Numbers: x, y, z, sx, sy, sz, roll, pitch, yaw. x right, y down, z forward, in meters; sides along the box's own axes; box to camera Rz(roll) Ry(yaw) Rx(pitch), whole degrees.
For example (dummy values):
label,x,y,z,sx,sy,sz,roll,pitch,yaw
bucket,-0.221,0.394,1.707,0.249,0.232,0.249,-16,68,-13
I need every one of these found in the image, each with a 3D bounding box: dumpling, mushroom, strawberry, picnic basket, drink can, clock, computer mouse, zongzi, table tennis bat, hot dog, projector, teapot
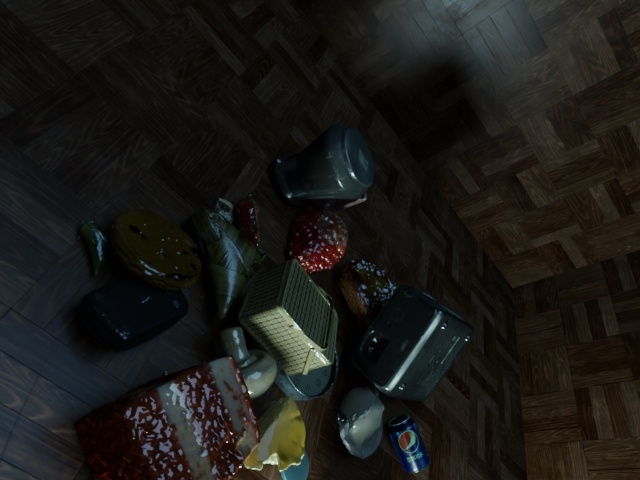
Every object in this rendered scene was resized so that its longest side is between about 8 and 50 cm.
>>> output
label,x,y,z,sx,sy,sz,roll,pitch,yaw
dumpling,0.137,0.654,1.616,0.293,0.163,0.204,-37,132,-55
mushroom,-0.220,0.361,1.279,0.206,0.206,0.209,23,78,-42
strawberry,-0.263,-0.071,1.588,0.140,0.085,0.192,-102,-173,-63
picnic basket,-0.077,0.244,1.392,0.313,0.175,0.228,55,26,-28
drink can,0.353,0.817,1.788,0.118,0.118,0.205,-14,79,-53
clock,-0.057,0.408,1.577,0.312,0.061,0.312,30,47,-38
computer mouse,-0.477,0.182,1.147,0.170,0.100,0.269,46,25,11
strawberry,0.000,0.000,1.822,0.265,0.149,0.336,57,38,-12
zongzi,-0.596,0.013,1.153,0.109,0.055,0.119,45,40,-26
zongzi,-0.335,0.066,1.385,0.286,0.134,0.288,44,42,-18
table tennis bat,-0.093,0.672,1.397,0.124,0.033,0.201,-17,85,-56
hot dog,0.222,0.259,1.914,0.267,0.174,0.387,-22,87,-45
projector,0.385,0.424,1.784,0.242,0.395,0.405,35,3,42
teapot,0.029,-0.270,1.847,0.376,0.362,0.305,48,41,-38

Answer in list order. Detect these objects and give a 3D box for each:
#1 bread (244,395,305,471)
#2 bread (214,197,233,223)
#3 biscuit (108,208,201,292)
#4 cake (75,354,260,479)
label,x,y,z,sx,sy,sz,roll,pitch,yaw
bread,-0.146,0.601,1.255,0.211,0.184,0.224,61,38,-13
bread,-0.338,-0.103,1.562,0.070,0.035,0.083,29,46,-40
biscuit,-0.458,0.028,1.238,0.296,0.075,0.296,41,15,-13
cake,-0.333,0.446,1.033,0.319,0.269,0.270,-19,84,-53
